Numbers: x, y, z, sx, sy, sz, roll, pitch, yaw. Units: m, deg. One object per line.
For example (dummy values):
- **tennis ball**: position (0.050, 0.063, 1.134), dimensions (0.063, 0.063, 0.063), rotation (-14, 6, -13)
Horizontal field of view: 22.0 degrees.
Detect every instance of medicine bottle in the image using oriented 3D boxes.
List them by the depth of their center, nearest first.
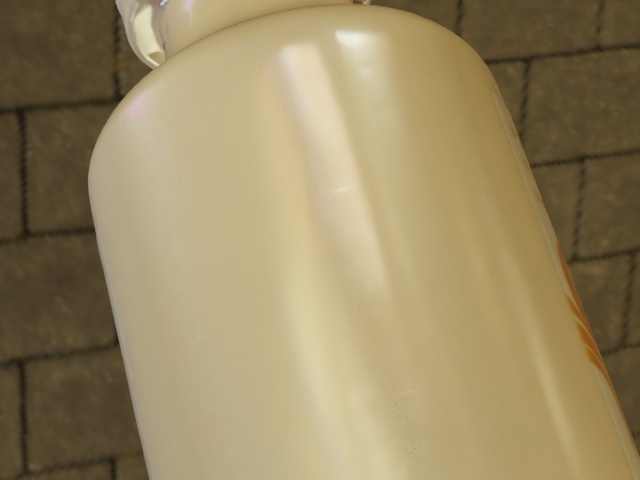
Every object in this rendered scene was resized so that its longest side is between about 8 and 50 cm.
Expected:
- **medicine bottle**: position (0.000, 0.000, 0.422), dimensions (0.114, 0.252, 0.114), rotation (-14, 153, -7)
